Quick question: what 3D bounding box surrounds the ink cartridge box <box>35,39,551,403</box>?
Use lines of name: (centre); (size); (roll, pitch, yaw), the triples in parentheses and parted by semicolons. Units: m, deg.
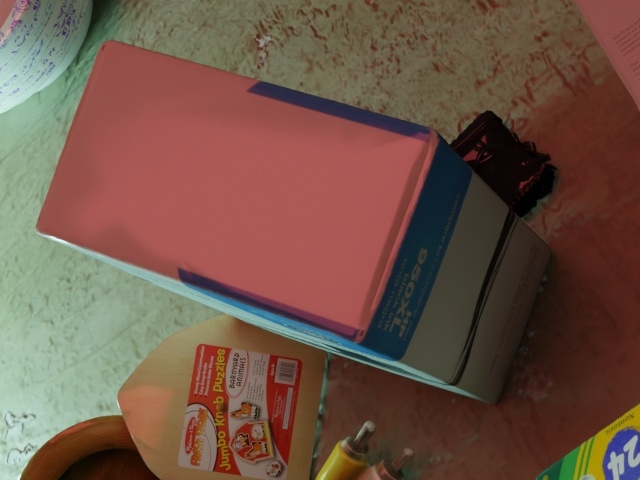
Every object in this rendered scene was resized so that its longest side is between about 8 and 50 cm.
ink cartridge box: (0.000, 0.000, 1.245); (0.285, 0.395, 0.166); (18, 85, 24)

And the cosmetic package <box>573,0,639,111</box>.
cosmetic package: (0.285, -0.155, 1.148); (0.097, 0.377, 0.284); (-33, 56, 19)

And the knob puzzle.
knob puzzle: (-0.100, 0.165, 1.455); (0.213, 0.030, 0.213); (2, 76, -7)

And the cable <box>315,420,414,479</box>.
cable: (-0.007, 0.296, 1.399); (0.287, 0.072, 0.139); (-42, 81, 30)

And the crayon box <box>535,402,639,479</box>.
crayon box: (0.273, 0.271, 1.096); (0.203, 0.083, 0.323); (-45, 36, 37)

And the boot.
boot: (0.156, -0.054, 1.412); (0.121, 0.045, 0.099); (-47, 57, 10)

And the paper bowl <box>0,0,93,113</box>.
paper bowl: (-0.388, -0.282, 1.802); (0.284, 0.148, 0.284); (-12, 67, 30)

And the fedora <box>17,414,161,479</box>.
fedora: (-0.209, 0.248, 1.501); (0.194, 0.194, 0.079); (-45, 16, 12)
